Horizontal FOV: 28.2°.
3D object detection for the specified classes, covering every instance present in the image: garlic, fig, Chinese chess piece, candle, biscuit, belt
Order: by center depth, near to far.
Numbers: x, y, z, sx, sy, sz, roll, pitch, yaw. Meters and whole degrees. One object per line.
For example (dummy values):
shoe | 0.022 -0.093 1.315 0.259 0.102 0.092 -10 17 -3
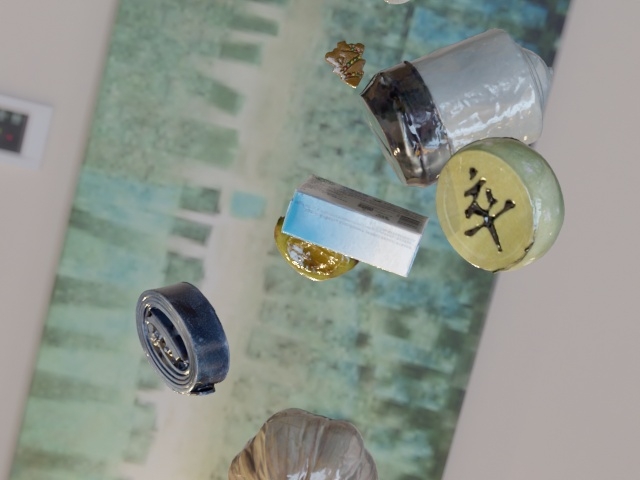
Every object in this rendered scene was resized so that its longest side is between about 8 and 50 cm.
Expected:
Chinese chess piece | 0.245 -0.049 1.765 0.188 0.188 0.083 21 -149 41
belt | -0.214 0.155 2.010 0.082 0.141 0.190 -13 -129 -38
candle | 0.253 -0.236 2.172 0.342 0.221 0.221 -23 -168 -4
fig | 0.000 0.000 2.264 0.165 0.144 0.154 3 -139 -16
biscuit | 0.053 -0.335 2.428 0.082 0.092 0.016 -15 180 -13
garlic | -0.021 0.488 2.524 0.317 0.317 0.259 16 -152 13

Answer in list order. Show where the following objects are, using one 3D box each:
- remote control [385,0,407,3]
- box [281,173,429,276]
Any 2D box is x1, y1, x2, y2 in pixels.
remote control | 0.079 -0.458 1.922 0.245 0.077 0.022 54 -167 -36
box | 0.053 -0.024 1.869 0.194 0.073 0.139 20 -166 5
